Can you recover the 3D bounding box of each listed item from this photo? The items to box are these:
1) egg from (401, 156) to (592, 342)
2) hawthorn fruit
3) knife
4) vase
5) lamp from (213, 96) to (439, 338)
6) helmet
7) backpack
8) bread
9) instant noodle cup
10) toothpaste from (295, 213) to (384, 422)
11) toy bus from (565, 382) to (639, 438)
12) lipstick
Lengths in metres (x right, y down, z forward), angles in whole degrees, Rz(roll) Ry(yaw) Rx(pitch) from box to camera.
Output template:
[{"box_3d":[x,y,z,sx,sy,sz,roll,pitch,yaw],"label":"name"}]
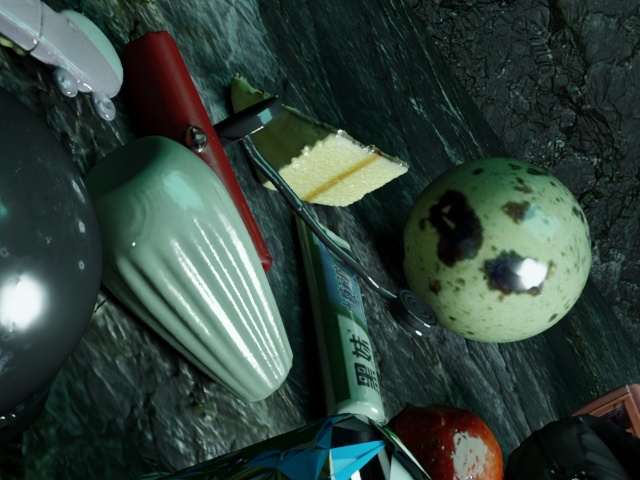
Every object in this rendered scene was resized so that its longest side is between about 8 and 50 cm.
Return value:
[{"box_3d":[0.276,0.013,1.470,0.287,0.287,0.379,63,26,9],"label":"egg"},{"box_3d":[0.124,0.260,1.003,0.148,0.148,0.172,44,33,-35],"label":"hawthorn fruit"},{"box_3d":[-0.317,-0.232,0.796,0.398,0.038,0.132,37,28,-43],"label":"knife"},{"box_3d":[-0.106,0.035,0.812,0.248,0.128,0.128,59,18,-29],"label":"vase"},{"box_3d":[0.024,-0.028,1.095,0.371,0.108,0.130,42,17,-9],"label":"lamp"},{"box_3d":[-0.216,-0.004,0.549,0.279,0.160,0.230,34,30,-47],"label":"helmet"},{"box_3d":[0.358,0.411,1.189,0.363,0.255,0.445,59,17,-19],"label":"backpack"},{"box_3d":[-0.005,-0.156,1.270,0.240,0.135,0.178,14,49,-60],"label":"bread"},{"box_3d":[-0.015,0.235,0.654,0.240,0.178,0.240,47,25,-29],"label":"instant noodle cup"},{"box_3d":[0.024,0.099,1.093,0.099,0.061,0.392,36,26,-30],"label":"toothpaste"},{"box_3d":[0.609,0.484,1.731,0.233,0.203,0.427,41,26,-30],"label":"toy bus"},{"box_3d":[-0.132,-0.083,0.973,0.073,0.073,0.279,10,52,-64],"label":"lipstick"}]
